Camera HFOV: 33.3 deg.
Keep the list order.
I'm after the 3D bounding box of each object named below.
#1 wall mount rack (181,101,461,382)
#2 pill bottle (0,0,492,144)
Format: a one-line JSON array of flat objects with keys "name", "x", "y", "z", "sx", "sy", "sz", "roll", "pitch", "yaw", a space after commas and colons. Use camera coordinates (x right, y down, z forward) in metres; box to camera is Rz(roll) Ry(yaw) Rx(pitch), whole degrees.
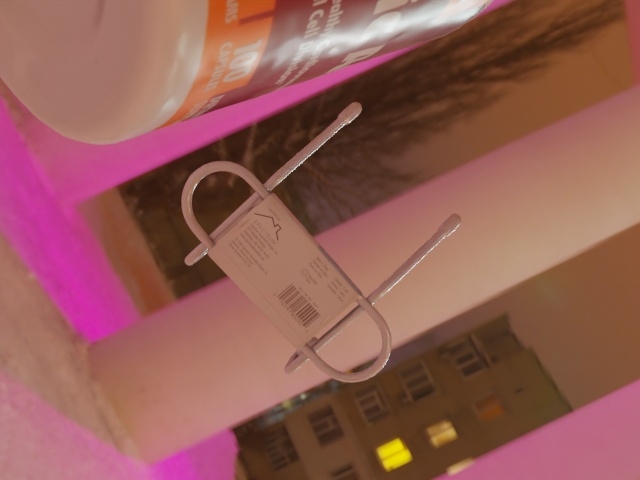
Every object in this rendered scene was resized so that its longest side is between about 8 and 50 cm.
[{"name": "wall mount rack", "x": 0.000, "y": 0.000, "z": 1.412, "sx": 0.350, "sy": 0.304, "sz": 0.130, "roll": 48, "pitch": 14, "yaw": -1}, {"name": "pill bottle", "x": -0.009, "y": -0.215, "z": 0.662, "sx": 0.224, "sy": 0.392, "sz": 0.224, "roll": 26, "pitch": -52, "yaw": 39}]
